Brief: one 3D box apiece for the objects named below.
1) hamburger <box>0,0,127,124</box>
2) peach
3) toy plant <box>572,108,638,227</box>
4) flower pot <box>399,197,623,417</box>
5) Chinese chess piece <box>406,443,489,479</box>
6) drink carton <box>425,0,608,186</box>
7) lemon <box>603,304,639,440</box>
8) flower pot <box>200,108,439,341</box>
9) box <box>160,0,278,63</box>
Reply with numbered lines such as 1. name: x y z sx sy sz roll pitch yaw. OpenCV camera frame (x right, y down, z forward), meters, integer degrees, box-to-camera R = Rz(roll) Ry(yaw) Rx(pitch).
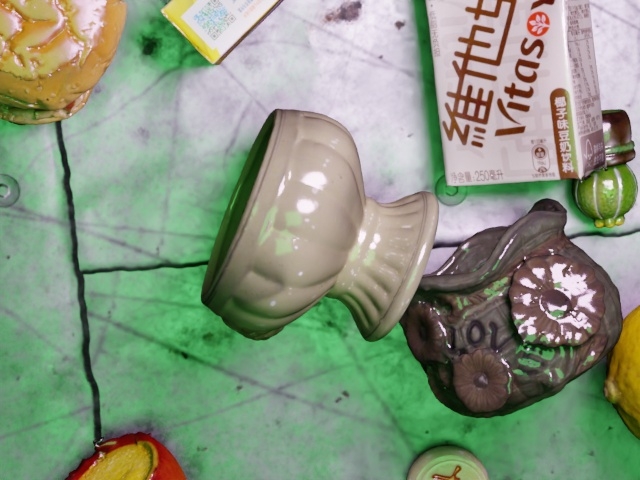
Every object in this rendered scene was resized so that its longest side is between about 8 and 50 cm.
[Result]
1. hamburger: -0.374 -0.274 1.638 0.245 0.163 0.244 0 91 -19
2. peach: -0.279 0.375 1.745 0.196 0.190 0.226 15 104 3
3. toy plant: 0.392 -0.098 1.762 0.093 0.093 0.162 -7 99 -2
4. flower pot: 0.248 0.096 1.677 0.302 0.302 0.213 -32 90 2
5. Chinese chess piece: 0.184 0.357 1.839 0.122 0.051 0.122 0 99 -3
6. drink carton: 0.256 -0.234 1.679 0.194 0.132 0.324 -3 99 28
7. lemon: 0.539 0.180 1.737 0.320 0.245 0.245 -8 99 -8
8. flower pot: 0.000 0.000 1.650 0.244 0.307 0.307 22 97 -8
9. box: -0.079 -0.353 1.660 0.265 0.168 0.097 -44 97 2
